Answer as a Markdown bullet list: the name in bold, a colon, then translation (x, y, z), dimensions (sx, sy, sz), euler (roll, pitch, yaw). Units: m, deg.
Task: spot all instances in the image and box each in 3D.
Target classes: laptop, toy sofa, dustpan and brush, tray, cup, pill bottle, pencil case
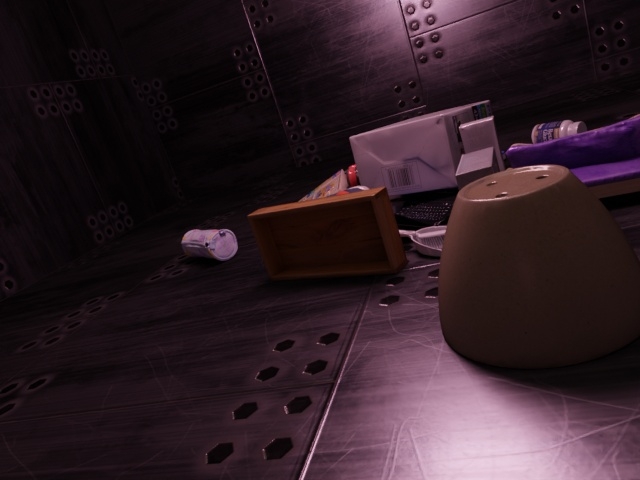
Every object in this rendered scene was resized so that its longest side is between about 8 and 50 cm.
- **laptop**: translation (0.267, -0.118, 1.536), dimensions (0.264, 0.136, 0.234), euler (-44, 24, -18)
- **toy sofa**: translation (0.639, -0.173, 1.241), dimensions (0.363, 0.177, 0.150), euler (-11, 17, 24)
- **dustpan and brush**: translation (0.265, -0.007, 1.313), dimensions (0.211, 0.060, 0.147), euler (-6, 19, 37)
- **tray**: translation (0.008, -0.008, 1.345), dimensions (0.411, 0.202, 0.076), euler (-7, 19, 36)
- **cup**: translation (0.335, 0.014, 0.834), dimensions (0.331, 0.236, 0.331), euler (-17, 15, 5)
- **pill bottle**: translation (0.871, -0.388, 1.866), dimensions (0.094, 0.094, 0.169), euler (-28, 17, -30)
- **pencil case**: translation (-0.423, 0.015, 1.932), dimensions (0.124, 0.113, 0.273), euler (-18, 12, -34)

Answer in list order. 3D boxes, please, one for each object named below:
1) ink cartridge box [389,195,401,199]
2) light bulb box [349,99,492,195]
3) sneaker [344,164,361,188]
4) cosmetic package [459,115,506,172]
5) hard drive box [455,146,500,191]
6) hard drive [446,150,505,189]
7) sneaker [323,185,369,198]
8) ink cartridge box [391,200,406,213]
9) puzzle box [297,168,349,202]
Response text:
- **ink cartridge box**: translation (0.206, -0.196, 2.002), dimensions (0.231, 0.077, 0.134), euler (-12, 18, 23)
- **light bulb box**: translation (0.359, -0.306, 1.725), dimensions (0.358, 0.225, 0.361), euler (-4, 15, 42)
- **sneaker**: translation (0.189, -0.268, 1.943), dimensions (0.135, 0.097, 0.276), euler (-7, 20, 22)
- **cosmetic package**: translation (0.489, -0.237, 1.516), dimensions (0.099, 0.238, 0.060), euler (-11, 18, 23)
- **hard drive box**: translation (0.421, -0.123, 1.314), dimensions (0.089, 0.181, 0.232), euler (-13, 15, 24)
- **hard drive**: translation (0.528, -0.261, 1.925), dimensions (0.210, 0.040, 0.319), euler (-2, 22, 46)
- **sneaker**: translation (-0.011, -0.052, 1.481), dimensions (0.350, 0.131, 0.148), euler (-32, -4, 38)
- **ink cartridge box**: translation (0.251, -0.112, 1.752), dimensions (0.083, 0.028, 0.048), euler (-3, 22, 46)
- **puzzle box**: translation (-0.012, -0.144, 1.961), dimensions (0.272, 0.052, 0.409), euler (-35, 12, 12)
